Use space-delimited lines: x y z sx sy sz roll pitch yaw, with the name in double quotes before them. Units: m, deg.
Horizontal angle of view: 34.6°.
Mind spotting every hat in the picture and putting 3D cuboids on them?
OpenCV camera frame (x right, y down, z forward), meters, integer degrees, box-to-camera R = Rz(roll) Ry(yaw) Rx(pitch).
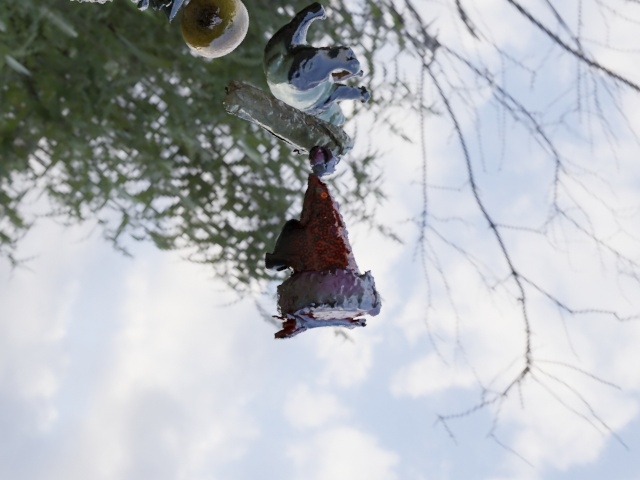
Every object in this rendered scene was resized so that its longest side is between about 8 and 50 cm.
"hat" -0.004 0.000 1.194 0.129 0.140 0.227 -21 -108 62

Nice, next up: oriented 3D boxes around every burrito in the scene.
"burrito" -0.040 -0.142 1.246 0.042 0.171 0.051 -50 -164 44

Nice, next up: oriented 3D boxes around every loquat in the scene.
"loquat" -0.229 -0.469 2.217 0.163 0.163 0.137 -23 -97 32

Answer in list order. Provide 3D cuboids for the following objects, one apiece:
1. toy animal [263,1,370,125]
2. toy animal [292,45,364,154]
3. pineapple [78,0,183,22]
"toy animal" -0.007 -0.223 1.439 0.121 0.225 0.094 -35 -112 1
"toy animal" -0.009 -0.287 2.050 0.229 0.066 0.224 -32 -108 -26
"pineapple" -0.344 -0.466 1.748 0.340 0.169 0.169 20 -107 31
